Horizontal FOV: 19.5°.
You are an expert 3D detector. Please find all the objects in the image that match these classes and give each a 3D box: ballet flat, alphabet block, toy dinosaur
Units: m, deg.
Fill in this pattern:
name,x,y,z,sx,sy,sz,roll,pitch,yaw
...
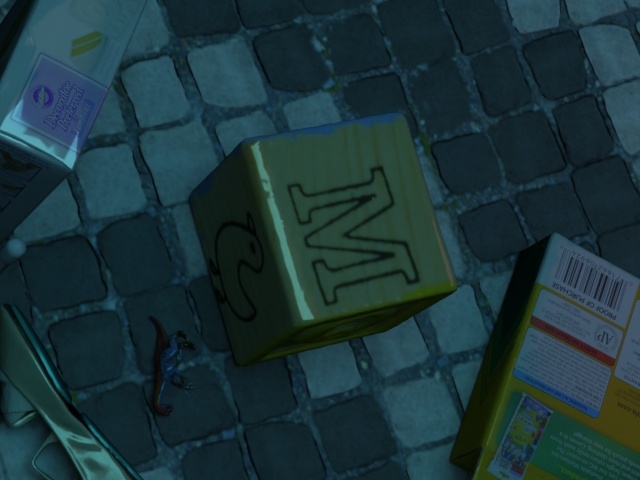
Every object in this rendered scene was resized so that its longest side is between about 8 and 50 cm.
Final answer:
name,x,y,z,sx,sy,sz,roll,pitch,yaw
ballet flat,-0.263,0.179,1.820,0.086,0.086,0.248,-37,91,-28
alphabet block,0.000,0.000,1.922,0.193,0.192,0.197,-12,78,-24
toy dinosaur,-0.157,0.135,1.908,0.090,0.047,0.082,27,71,23

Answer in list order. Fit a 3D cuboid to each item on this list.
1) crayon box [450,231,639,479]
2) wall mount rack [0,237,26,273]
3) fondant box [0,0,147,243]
name,x,y,z,sx,sy,sz,roll,pitch,yaw
crayon box,0.275,0.180,2.041,0.203,0.083,0.323,28,65,-13
wall mount rack,-0.407,-0.014,1.704,0.350,0.304,0.130,57,22,2
fondant box,-0.278,-0.135,1.764,0.096,0.330,0.238,27,66,-14
